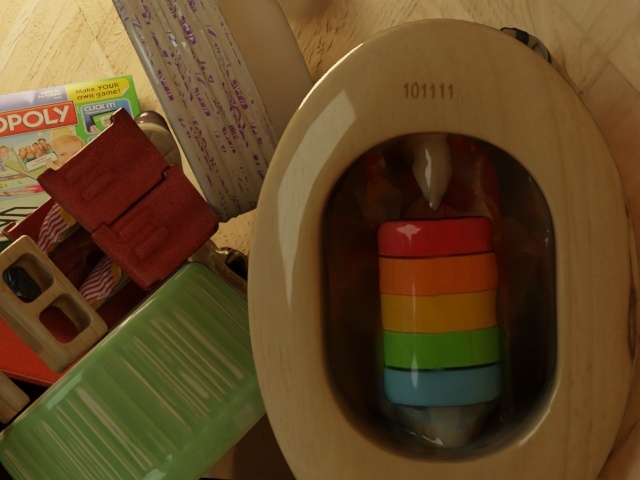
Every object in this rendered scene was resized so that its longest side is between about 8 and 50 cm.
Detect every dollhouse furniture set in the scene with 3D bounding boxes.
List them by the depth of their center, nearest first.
[{"bbox_3d":[-0.290,0.062,1.489,0.152,0.374,0.201,48,151,-3],"label":"dollhouse furniture set"}]

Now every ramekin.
[{"bbox_3d":[-0.170,0.158,1.492,0.148,0.303,0.303,47,129,-3],"label":"ramekin"}]

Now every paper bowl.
[{"bbox_3d":[-0.099,-0.172,1.562,0.148,0.284,0.284,-24,51,-4],"label":"paper bowl"}]

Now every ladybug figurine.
[{"bbox_3d":[0.098,0.049,1.243,0.162,0.305,0.449,-44,-44,-81],"label":"ladybug figurine"}]

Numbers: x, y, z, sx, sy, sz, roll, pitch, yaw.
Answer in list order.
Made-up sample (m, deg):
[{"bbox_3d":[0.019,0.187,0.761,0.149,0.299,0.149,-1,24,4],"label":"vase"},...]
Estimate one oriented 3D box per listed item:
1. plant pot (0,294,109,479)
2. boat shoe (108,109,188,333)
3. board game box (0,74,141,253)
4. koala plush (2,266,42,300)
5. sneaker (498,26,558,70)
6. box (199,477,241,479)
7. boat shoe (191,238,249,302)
[{"bbox_3d":[-0.340,0.204,1.764,0.267,0.267,0.235,-60,30,22],"label":"plant pot"},{"bbox_3d":[-0.192,-0.011,1.727,0.092,0.103,0.285,-83,-3,-60],"label":"boat shoe"},{"bbox_3d":[-0.358,-0.079,1.821,0.046,0.317,0.213,95,161,-57],"label":"board game box"},{"bbox_3d":[-0.391,0.019,1.936,0.196,0.203,0.221,33,119,51],"label":"koala plush"},{"bbox_3d":[0.122,-0.137,1.384,0.226,0.086,0.163,50,125,41],"label":"sneaker"},{"bbox_3d":[-0.106,0.369,1.503,0.247,0.142,0.163,-53,46,31],"label":"box"},{"bbox_3d":[-0.096,0.032,1.659,0.045,0.050,0.135,-52,47,14],"label":"boat shoe"}]
